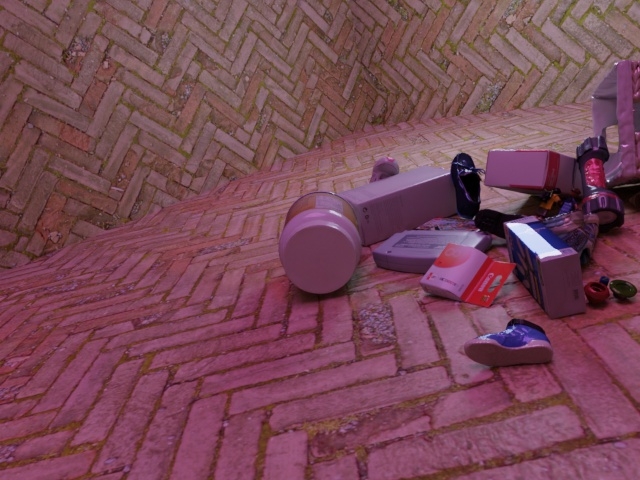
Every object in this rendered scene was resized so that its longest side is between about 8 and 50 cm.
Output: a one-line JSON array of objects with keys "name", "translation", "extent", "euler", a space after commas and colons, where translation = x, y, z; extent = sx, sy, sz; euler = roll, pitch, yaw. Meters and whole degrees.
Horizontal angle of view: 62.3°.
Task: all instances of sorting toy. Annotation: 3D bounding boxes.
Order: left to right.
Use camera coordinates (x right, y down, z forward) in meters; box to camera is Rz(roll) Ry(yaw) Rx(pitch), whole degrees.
[{"name": "sorting toy", "translation": [0.588, 0.108, 1.087], "extent": [0.101, 0.042, 0.061], "euler": [-1, 35, 2]}]

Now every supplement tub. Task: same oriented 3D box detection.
[{"name": "supplement tub", "translation": [0.000, 0.000, 1.507], "extent": [0.228, 0.228, 0.316], "euler": [-12, 19, 5]}]

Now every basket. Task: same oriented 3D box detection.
[{"name": "basket", "translation": [0.966, -0.330, 1.542], "extent": [0.266, 0.329, 0.331], "euler": [-2, -2, 14]}]

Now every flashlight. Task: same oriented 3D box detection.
[{"name": "flashlight", "translation": [0.764, -0.166, 1.454], "extent": [0.103, 0.103, 0.304], "euler": [-7, 48, 29]}]

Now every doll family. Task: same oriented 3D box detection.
[{"name": "doll family", "translation": [0.663, -0.096, 1.477], "extent": [0.076, 0.111, 0.193], "euler": [26, 8, -23]}]

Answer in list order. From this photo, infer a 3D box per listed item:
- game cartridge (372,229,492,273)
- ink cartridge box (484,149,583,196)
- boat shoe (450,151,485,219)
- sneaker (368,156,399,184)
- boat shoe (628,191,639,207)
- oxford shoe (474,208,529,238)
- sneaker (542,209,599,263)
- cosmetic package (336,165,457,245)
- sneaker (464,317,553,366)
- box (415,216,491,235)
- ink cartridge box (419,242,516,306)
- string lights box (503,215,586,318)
[{"name": "game cartridge", "translation": [0.305, 0.029, 1.487], "extent": [0.294, 0.060, 0.196], "euler": [2, 20, 40]}, {"name": "ink cartridge box", "translation": [0.684, -0.206, 1.653], "extent": [0.283, 0.117, 0.207], "euler": [4, 4, -38]}, {"name": "boat shoe", "translation": [0.480, -0.187, 1.682], "extent": [0.109, 0.089, 0.258], "euler": [4, 56, -11]}, {"name": "sneaker", "translation": [0.223, -0.189, 1.963], "extent": [0.102, 0.252, 0.111], "euler": [15, 39, -1]}, {"name": "boat shoe", "translation": [0.973, -0.140, 1.498], "extent": [0.189, 0.068, 0.072], "euler": [-12, 7, 5]}, {"name": "oxford shoe", "translation": [0.540, -0.028, 1.439], "extent": [0.096, 0.083, 0.227], "euler": [15, 12, -44]}, {"name": "sneaker", "translation": [0.611, 0.001, 1.287], "extent": [0.110, 0.122, 0.283], "euler": [-15, -9, 38]}, {"name": "cosmetic package", "translation": [0.268, -0.130, 1.824], "extent": [0.384, 0.156, 0.217], "euler": [-17, 19, -14]}, {"name": "sneaker", "translation": [0.343, 0.185, 0.983], "extent": [0.152, 0.058, 0.085], "euler": [-5, 26, 13]}, {"name": "box", "translation": [0.407, -0.031, 1.613], "extent": [0.114, 0.036, 0.207], "euler": [-27, 22, -36]}, {"name": "ink cartridge box", "translation": [0.346, 0.078, 1.255], "extent": [0.179, 0.045, 0.145], "euler": [8, 49, 50]}, {"name": "string lights box", "translation": [0.487, 0.049, 1.165], "extent": [0.076, 0.133, 0.260], "euler": [-14, 18, 7]}]
